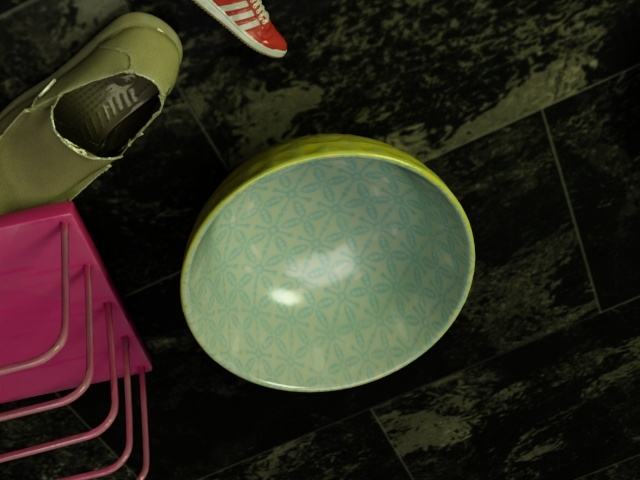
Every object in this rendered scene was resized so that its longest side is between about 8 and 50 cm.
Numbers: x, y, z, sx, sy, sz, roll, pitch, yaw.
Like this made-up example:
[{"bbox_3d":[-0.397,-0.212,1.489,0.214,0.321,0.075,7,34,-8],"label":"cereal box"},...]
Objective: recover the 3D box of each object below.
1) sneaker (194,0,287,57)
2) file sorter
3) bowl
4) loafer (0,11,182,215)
[{"bbox_3d":[-0.063,-0.222,0.734,0.118,0.042,0.067,33,117,-26],"label":"sneaker"},{"bbox_3d":[-0.304,0.140,0.821,0.202,0.182,0.291,-12,140,-2],"label":"file sorter"},{"bbox_3d":[0.000,0.000,0.832,0.289,0.156,0.290,-5,126,-7],"label":"bowl"},{"bbox_3d":[-0.237,-0.101,0.755,0.268,0.092,0.102,-42,122,19],"label":"loafer"}]
